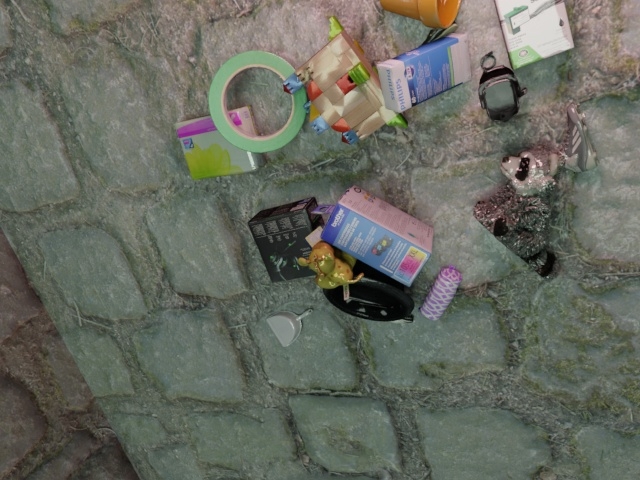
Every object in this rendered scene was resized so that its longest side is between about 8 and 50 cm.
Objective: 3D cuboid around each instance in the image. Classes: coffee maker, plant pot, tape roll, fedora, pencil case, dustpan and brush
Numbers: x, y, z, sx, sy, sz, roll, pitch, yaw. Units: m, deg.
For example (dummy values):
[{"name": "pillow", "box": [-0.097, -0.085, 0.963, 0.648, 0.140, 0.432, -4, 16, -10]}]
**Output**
[{"name": "coffee maker", "box": [0.495, -0.432, 1.338, 0.120, 0.178, 0.171, -39, 97, 29]}, {"name": "plant pot", "box": [0.271, -0.699, 1.297, 0.188, 0.205, 0.205, 18, 120, 29]}, {"name": "tape roll", "box": [-0.205, -0.455, 1.566, 0.321, 0.077, 0.321, -1, 107, -4]}, {"name": "fedora", "box": [0.182, 0.165, 1.720, 0.334, 0.152, 0.334, 12, 146, 8]}, {"name": "pencil case", "box": [0.434, 0.194, 1.706, 0.086, 0.088, 0.206, 28, 121, 9]}, {"name": "dustpan and brush", "box": [-0.115, 0.344, 1.996, 0.211, 0.060, 0.147, -36, 86, 36]}]

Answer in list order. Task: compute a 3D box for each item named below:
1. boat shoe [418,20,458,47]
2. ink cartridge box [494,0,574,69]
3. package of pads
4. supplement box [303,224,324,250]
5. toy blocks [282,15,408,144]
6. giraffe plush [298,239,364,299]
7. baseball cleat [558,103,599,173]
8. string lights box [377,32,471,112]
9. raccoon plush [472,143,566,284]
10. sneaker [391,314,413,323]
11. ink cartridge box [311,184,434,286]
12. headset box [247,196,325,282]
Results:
[{"name": "boat shoe", "box": [0.339, -0.601, 1.394, 0.133, 0.049, 0.042, -35, 75, 35]}, {"name": "ink cartridge box", "box": [0.573, -0.603, 1.281, 0.160, 0.092, 0.219, -16, 108, 25]}, {"name": "package of pads", "box": [-0.363, -0.347, 1.725, 0.296, 0.101, 0.229, -6, 111, 22]}, {"name": "supplement box", "box": [0.000, 0.000, 1.627, 0.083, 0.083, 0.056, -39, 70, 4]}, {"name": "toy blocks", "box": [0.055, -0.442, 1.467, 0.261, 0.191, 0.381, -33, 110, 26]}, {"name": "giraffe plush", "box": [0.022, 0.074, 1.541, 0.181, 0.210, 0.170, -38, 130, 17]}, {"name": "baseball cleat", "box": [0.736, -0.290, 1.384, 0.109, 0.072, 0.206, -20, 102, 33]}, {"name": "string lights box", "box": [0.299, -0.479, 1.344, 0.259, 0.077, 0.133, -27, 124, -14]}, {"name": "raccoon plush", "box": [0.689, -0.095, 1.475, 0.446, 0.216, 0.299, 32, 110, -31]}, {"name": "sneaker", "box": [0.308, 0.303, 1.835, 0.109, 0.040, 0.044, 7, 132, 20]}, {"name": "ink cartridge box", "box": [0.170, -0.042, 1.582, 0.395, 0.270, 0.151, 31, 113, 4]}, {"name": "headset box", "box": [-0.099, 0.010, 1.782, 0.246, 0.131, 0.283, -13, 109, 23]}]
